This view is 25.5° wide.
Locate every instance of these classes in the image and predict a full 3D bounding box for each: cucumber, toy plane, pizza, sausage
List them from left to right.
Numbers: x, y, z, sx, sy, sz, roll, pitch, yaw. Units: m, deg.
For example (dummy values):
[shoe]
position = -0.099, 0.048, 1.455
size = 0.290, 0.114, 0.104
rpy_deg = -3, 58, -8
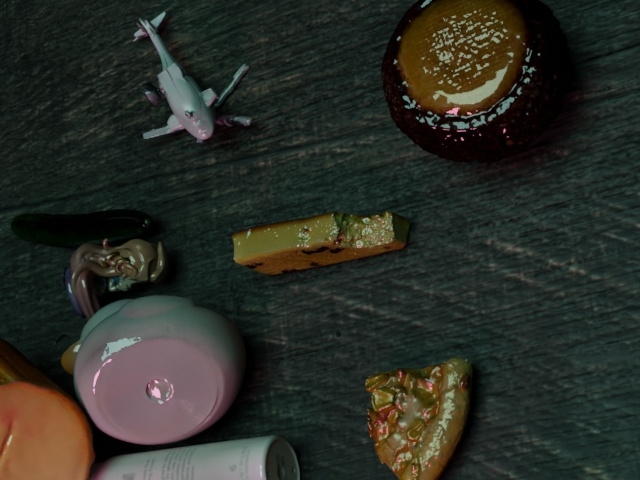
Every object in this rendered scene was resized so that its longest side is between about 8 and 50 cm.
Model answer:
[sausage]
position = -0.453, 0.258, 1.899
size = 0.287, 0.233, 0.233
rpy_deg = 24, 88, 60
[cucumber]
position = -0.353, -0.018, 2.093
size = 0.284, 0.056, 0.056
rpy_deg = -1, 74, 34
[toy plane]
position = -0.203, -0.247, 2.046
size = 0.182, 0.107, 0.273
rpy_deg = -21, 61, 18
[pizza]
position = 0.111, 0.208, 1.741
size = 0.161, 0.062, 0.182
rpy_deg = 35, 96, 39

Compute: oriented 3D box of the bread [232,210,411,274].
[bread]
position = 0.000, 0.000, 1.856
size = 0.226, 0.088, 0.049
rpy_deg = -11, 67, 29

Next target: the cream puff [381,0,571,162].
[cream puff]
position = 0.195, -0.206, 1.758
size = 0.239, 0.165, 0.239
rpy_deg = -8, 70, 24

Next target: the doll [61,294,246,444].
[doll]
position = -0.225, 0.157, 1.900
size = 0.251, 0.221, 0.221
rpy_deg = -10, 67, 1

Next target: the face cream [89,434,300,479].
[face cream]
position = -0.197, 0.323, 1.861
size = 0.346, 0.102, 0.102
rpy_deg = -11, 69, 28

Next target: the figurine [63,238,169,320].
[figurine]
position = -0.294, 0.044, 2.001
size = 0.157, 0.126, 0.114
rpy_deg = -40, 87, 14
